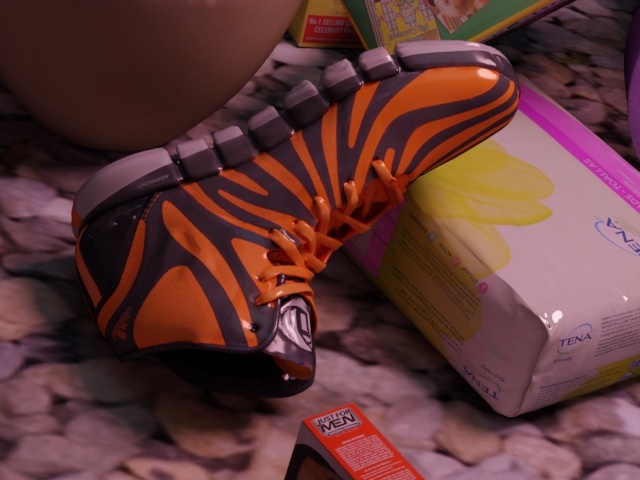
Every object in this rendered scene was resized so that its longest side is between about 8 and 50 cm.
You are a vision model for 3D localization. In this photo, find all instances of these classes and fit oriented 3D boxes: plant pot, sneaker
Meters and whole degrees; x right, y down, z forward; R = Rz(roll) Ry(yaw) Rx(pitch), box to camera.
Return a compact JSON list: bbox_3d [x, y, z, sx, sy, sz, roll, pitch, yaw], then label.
[{"bbox_3d":[-0.157,-0.184,1.120,0.284,0.191,0.284,11,36,-8],"label":"plant pot"},{"bbox_3d":[0.000,0.000,0.935,0.321,0.124,0.180,-24,57,7],"label":"sneaker"}]

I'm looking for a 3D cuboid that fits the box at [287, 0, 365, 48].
[{"bbox_3d":[0.031,-0.290,1.303,0.087,0.232,0.058,-1,38,-23],"label":"box"}]

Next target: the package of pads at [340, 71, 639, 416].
[{"bbox_3d":[0.141,-0.011,1.078,0.229,0.101,0.296,-13,43,-35],"label":"package of pads"}]

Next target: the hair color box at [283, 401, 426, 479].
[{"bbox_3d":[0.038,0.167,0.819,0.043,0.072,0.141,-15,44,-36],"label":"hair color box"}]

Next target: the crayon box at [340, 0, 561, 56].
[{"bbox_3d":[0.222,-0.268,1.195,0.106,0.363,0.313,62,20,-2],"label":"crayon box"}]

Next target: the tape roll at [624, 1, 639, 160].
[{"bbox_3d":[0.396,-0.136,1.200,0.274,0.275,0.090,16,34,-1],"label":"tape roll"}]
